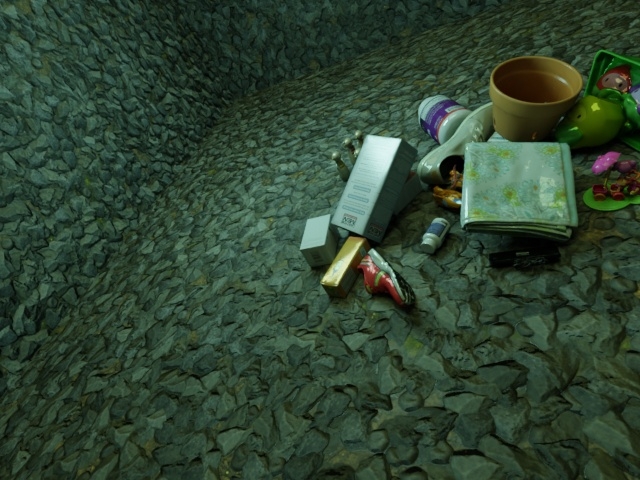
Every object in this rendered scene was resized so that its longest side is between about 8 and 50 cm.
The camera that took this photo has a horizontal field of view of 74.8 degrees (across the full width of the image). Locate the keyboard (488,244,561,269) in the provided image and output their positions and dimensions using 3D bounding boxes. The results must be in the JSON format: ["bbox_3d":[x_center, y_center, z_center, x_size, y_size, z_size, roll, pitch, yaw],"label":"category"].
[{"bbox_3d":[0.601,0.058,1.240,0.192,0.038,0.100,-10,17,26],"label":"keyboard"}]

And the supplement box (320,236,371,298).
[{"bbox_3d":[0.095,0.092,1.488,0.078,0.080,0.233,5,46,39],"label":"supplement box"}]

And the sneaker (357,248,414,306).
[{"bbox_3d":[0.205,0.141,1.361,0.118,0.107,0.279,-46,32,8],"label":"sneaker"}]

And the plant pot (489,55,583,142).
[{"bbox_3d":[0.745,-0.492,1.503,0.291,0.203,0.290,-4,53,6],"label":"plant pot"}]

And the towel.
[{"bbox_3d":[0.620,-0.172,1.330,0.321,0.090,0.374,6,58,14],"label":"towel"}]

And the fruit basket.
[{"bbox_3d":[0.995,-0.460,1.426,0.392,0.283,0.392,-4,37,3],"label":"fruit basket"}]

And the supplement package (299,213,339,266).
[{"bbox_3d":[0.000,0.000,1.638,0.105,0.105,0.179,-13,40,22],"label":"supplement package"}]

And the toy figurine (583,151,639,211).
[{"bbox_3d":[0.874,-0.186,1.234,0.173,0.159,0.130,4,47,36],"label":"toy figurine"}]

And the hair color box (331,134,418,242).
[{"bbox_3d":[0.202,-0.199,1.589,0.185,0.114,0.374,24,92,49],"label":"hair color box"}]

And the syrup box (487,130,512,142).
[{"bbox_3d":[0.759,-0.419,1.647,0.093,0.096,0.237,19,57,43],"label":"syrup box"}]

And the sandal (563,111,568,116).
[{"bbox_3d":[0.964,-0.537,1.699,0.179,0.040,0.067,17,55,45],"label":"sandal"}]

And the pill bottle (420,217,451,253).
[{"bbox_3d":[0.390,-0.015,1.427,0.067,0.067,0.120,11,51,41],"label":"pill bottle"}]

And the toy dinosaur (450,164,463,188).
[{"bbox_3d":[0.470,-0.213,1.476,0.047,0.090,0.082,-26,1,31],"label":"toy dinosaur"}]

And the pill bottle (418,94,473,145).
[{"bbox_3d":[0.550,-0.525,1.844,0.181,0.181,0.323,-26,35,4],"label":"pill bottle"}]

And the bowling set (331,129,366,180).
[{"bbox_3d":[0.204,-0.420,1.969,0.200,0.154,0.287,2,47,36],"label":"bowling set"}]

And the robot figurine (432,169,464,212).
[{"bbox_3d":[0.555,-0.160,1.478,0.211,0.085,0.291,-44,38,-19],"label":"robot figurine"}]

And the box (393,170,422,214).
[{"bbox_3d":[0.301,-0.202,1.693,0.170,0.091,0.130,-43,38,-18],"label":"box"}]

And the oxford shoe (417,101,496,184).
[{"bbox_3d":[0.584,-0.372,1.653,0.449,0.169,0.130,-41,34,-4],"label":"oxford shoe"}]
